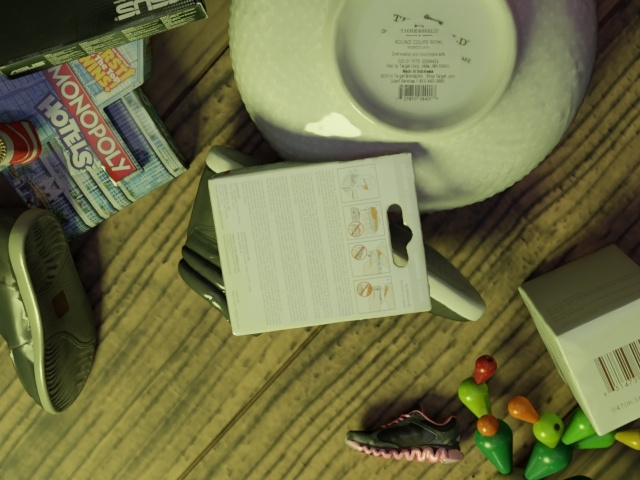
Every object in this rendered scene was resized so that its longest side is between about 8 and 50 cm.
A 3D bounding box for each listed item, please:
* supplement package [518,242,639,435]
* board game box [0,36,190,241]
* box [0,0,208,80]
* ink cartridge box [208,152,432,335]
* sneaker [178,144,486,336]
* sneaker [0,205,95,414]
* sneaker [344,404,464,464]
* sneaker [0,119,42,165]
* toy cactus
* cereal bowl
[{"bbox_3d":[0.263,0.086,1.194,0.105,0.179,0.105,-26,102,5],"label":"supplement package"},{"bbox_3d":[-0.214,-0.120,1.196,0.194,0.060,0.194,-31,102,7],"label":"board game box"},{"bbox_3d":[-0.214,-0.256,1.141,0.191,0.045,0.184,-16,78,3],"label":"box"},{"bbox_3d":[0.000,0.000,1.141,0.179,0.045,0.145,-8,99,3],"label":"ink cartridge box"},{"bbox_3d":[0.001,0.038,1.221,0.296,0.104,0.147,27,103,-1],"label":"sneaker"},{"bbox_3d":[-0.290,0.059,1.238,0.118,0.083,0.222,12,123,27],"label":"sneaker"},{"bbox_3d":[0.084,0.191,1.291,0.119,0.047,0.057,5,81,-3],"label":"sneaker"},{"bbox_3d":[-0.302,-0.096,1.153,0.118,0.067,0.042,25,107,25],"label":"sneaker"},{"bbox_3d":[0.211,0.215,1.279,0.219,0.112,0.180,29,120,-10],"label":"toy cactus"},{"bbox_3d":[0.086,-0.180,1.149,0.339,0.141,0.339,0,103,-2],"label":"cereal bowl"}]
